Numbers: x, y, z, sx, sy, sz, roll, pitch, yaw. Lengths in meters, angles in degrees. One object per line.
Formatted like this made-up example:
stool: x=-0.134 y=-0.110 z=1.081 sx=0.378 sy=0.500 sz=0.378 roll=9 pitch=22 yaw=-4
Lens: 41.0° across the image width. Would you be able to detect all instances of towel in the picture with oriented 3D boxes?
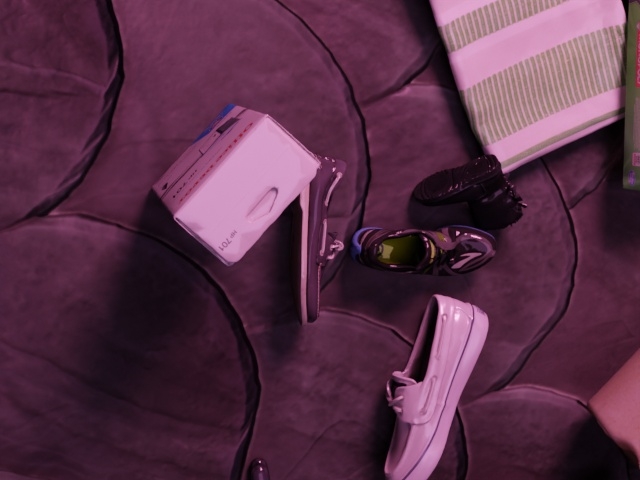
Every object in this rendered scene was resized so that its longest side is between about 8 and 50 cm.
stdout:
towel: x=0.265 y=-0.266 z=1.042 sx=0.248 sy=0.038 sz=0.325 roll=-26 pitch=113 yaw=-9

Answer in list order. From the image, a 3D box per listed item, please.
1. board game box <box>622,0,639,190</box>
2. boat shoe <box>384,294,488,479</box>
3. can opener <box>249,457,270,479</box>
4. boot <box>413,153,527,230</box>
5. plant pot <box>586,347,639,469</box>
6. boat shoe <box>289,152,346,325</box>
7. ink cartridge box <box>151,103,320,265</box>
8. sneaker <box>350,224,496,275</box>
board game box: x=0.482 y=-0.231 z=1.100 sx=0.213 sy=0.046 sz=0.317 roll=-9 pitch=104 yaw=-30
boat shoe: x=0.124 y=0.193 z=1.090 sx=0.084 sy=0.095 sz=0.258 roll=23 pitch=83 yaw=-15
can opener: x=-0.071 y=0.367 z=1.076 sx=0.073 sy=0.059 sz=0.186 roll=-4 pitch=102 yaw=-15
boot: x=0.189 y=-0.050 z=1.073 sx=0.121 sy=0.045 sz=0.099 roll=-22 pitch=132 yaw=17
plant pot: x=0.533 y=0.206 z=1.108 sx=0.305 sy=0.334 sz=0.334 roll=-40 pitch=109 yaw=6
boat shoe: x=0.000 y=0.000 z=1.016 sx=0.065 sy=0.075 sz=0.206 roll=0 pitch=97 yaw=-13
ink cartridge box: x=-0.096 y=-0.066 z=0.911 sx=0.082 sy=0.191 sz=0.139 roll=43 pitch=87 yaw=-19
sneaker: x=0.132 y=0.017 z=1.055 sx=0.188 sy=0.078 sz=0.067 roll=1 pitch=101 yaw=-17
